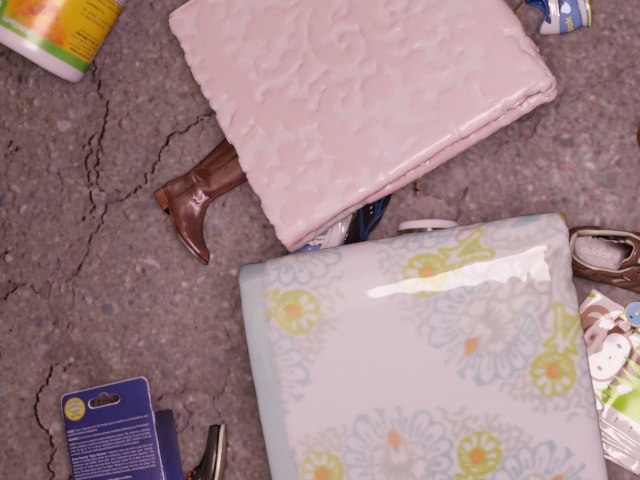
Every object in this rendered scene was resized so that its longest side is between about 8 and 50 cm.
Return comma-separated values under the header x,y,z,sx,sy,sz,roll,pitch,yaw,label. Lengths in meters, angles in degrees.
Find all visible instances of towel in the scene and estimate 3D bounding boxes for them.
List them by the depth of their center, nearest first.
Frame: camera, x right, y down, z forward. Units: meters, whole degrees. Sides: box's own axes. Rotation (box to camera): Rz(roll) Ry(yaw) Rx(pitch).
x,y,z,sx,sy,sz,roll,pitch,yaw,label
0.104,0.180,1.139,0.320,0.090,0.375,-10,95,7,towel
0.032,-0.193,1.214,0.317,0.053,0.332,-32,62,10,towel

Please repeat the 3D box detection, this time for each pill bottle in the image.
x,y,z,sx,sy,sz,roll,pitch,yaw,label
0.111,0.039,1.201,0.065,0.065,0.116,-2,83,13,pill bottle
-0.265,-0.309,1.294,0.136,0.136,0.246,30,91,15,pill bottle

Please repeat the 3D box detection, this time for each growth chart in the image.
x,y,z,sx,sy,sz,roll,pitch,yaw,label
0.283,0.136,1.173,0.237,0.021,0.172,21,88,14,growth chart

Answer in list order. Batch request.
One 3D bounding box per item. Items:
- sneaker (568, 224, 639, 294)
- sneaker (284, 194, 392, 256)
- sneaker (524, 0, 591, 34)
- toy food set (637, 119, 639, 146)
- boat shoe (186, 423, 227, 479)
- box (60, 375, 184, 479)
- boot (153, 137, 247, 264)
x,y,z,sx,sy,sz,roll,pitch,yaw,label
0.322,0.026,1.148,0.188,0.071,0.066,8,85,15,sneaker
0.000,0.000,1.235,0.081,0.080,0.211,26,86,30,sneaker
0.229,-0.277,1.214,0.059,0.053,0.144,-22,78,13,sneaker
0.426,-0.119,1.121,0.232,0.104,0.111,13,87,15,toy food set
-0.123,0.257,1.242,0.042,0.049,0.133,10,91,6,boat shoe
-0.202,0.262,1.246,0.136,0.036,0.225,-16,81,34,box
-0.111,-0.045,1.282,0.114,0.037,0.106,-34,80,3,boot
